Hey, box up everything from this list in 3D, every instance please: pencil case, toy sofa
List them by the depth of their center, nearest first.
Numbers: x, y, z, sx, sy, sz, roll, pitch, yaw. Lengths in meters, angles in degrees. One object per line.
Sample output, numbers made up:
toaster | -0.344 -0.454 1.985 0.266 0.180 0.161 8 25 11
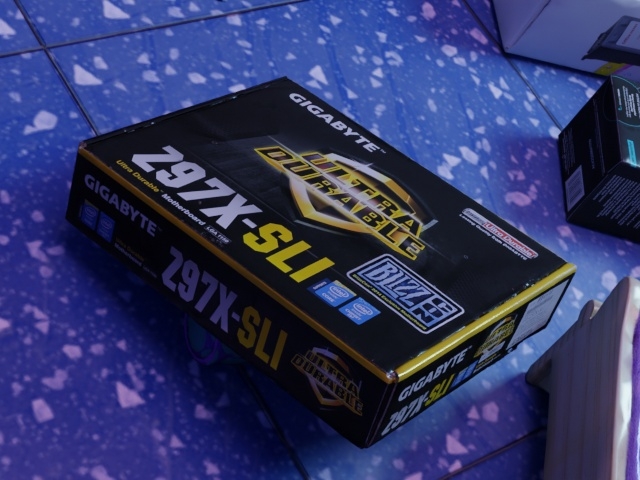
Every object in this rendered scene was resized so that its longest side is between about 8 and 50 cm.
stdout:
toy sofa | 0.252 0.218 1.067 0.150 0.177 0.362 23 47 -10
pencil case | -0.031 0.063 1.109 0.152 0.064 0.070 -1 70 -29

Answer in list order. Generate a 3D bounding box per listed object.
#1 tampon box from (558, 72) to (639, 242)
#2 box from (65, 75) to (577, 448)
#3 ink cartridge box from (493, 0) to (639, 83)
tampon box | 0.338 -0.071 1.385 0.161 0.101 0.120 17 50 -17
box | 0.000 0.000 1.088 0.322 0.079 0.257 36 38 25
ink cartridge box | 0.346 -0.298 1.545 0.306 0.131 0.226 9 52 -22
